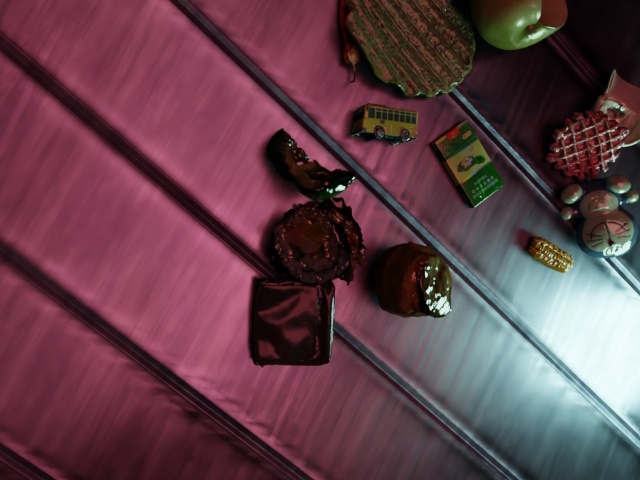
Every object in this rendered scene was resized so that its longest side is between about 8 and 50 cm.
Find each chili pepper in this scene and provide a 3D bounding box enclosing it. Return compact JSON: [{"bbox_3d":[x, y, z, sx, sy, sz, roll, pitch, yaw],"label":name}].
[{"bbox_3d":[-0.046,-0.187,1.604,0.148,0.116,0.264,-29,58,-31],"label":"chili pepper"},{"bbox_3d":[0.077,-0.571,1.691,0.059,0.050,0.268,-11,95,-36],"label":"chili pepper"}]

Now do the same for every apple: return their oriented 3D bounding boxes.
[{"bbox_3d":[0.539,-0.686,1.723,0.295,0.233,0.258,-1,69,-56],"label":"apple"}]

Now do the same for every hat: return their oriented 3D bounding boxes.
[{"bbox_3d":[0.941,-0.423,1.948,0.219,0.164,0.226,29,45,-12],"label":"hat"}]

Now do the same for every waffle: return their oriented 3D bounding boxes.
[{"bbox_3d":[0.821,-0.294,1.884,0.234,0.055,0.221,20,118,-13],"label":"waffle"}]

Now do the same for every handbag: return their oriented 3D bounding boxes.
[{"bbox_3d":[-0.076,0.222,1.671,0.223,0.080,0.247,3,94,-10],"label":"handbag"}]

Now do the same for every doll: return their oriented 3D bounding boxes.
[{"bbox_3d":[0.882,-0.069,1.906,0.228,0.154,0.258,-16,90,18],"label":"doll"}]

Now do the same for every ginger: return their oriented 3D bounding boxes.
[{"bbox_3d":[0.241,0.107,1.671,0.269,0.223,0.200,22,73,-55],"label":"ginger"}]

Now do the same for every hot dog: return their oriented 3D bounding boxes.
[{"bbox_3d":[0.727,0.048,1.916,0.165,0.045,0.071,28,82,-15],"label":"hot dog"}]

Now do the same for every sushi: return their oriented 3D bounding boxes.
[{"bbox_3d":[0.002,-0.002,1.631,0.225,0.219,0.238,1,112,23],"label":"sushi"}]

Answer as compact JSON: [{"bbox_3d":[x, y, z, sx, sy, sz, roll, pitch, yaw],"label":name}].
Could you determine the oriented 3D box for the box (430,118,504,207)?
[{"bbox_3d":[0.443,-0.229,1.824,0.132,0.034,0.235,-36,101,-12],"label":"box"}]

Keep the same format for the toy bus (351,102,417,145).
[{"bbox_3d":[0.180,-0.328,1.715,0.175,0.088,0.101,4,90,-19],"label":"toy bus"}]

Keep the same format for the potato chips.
[{"bbox_3d":[0.254,-0.588,1.726,0.429,0.070,0.358,45,71,-17],"label":"potato chips"}]
